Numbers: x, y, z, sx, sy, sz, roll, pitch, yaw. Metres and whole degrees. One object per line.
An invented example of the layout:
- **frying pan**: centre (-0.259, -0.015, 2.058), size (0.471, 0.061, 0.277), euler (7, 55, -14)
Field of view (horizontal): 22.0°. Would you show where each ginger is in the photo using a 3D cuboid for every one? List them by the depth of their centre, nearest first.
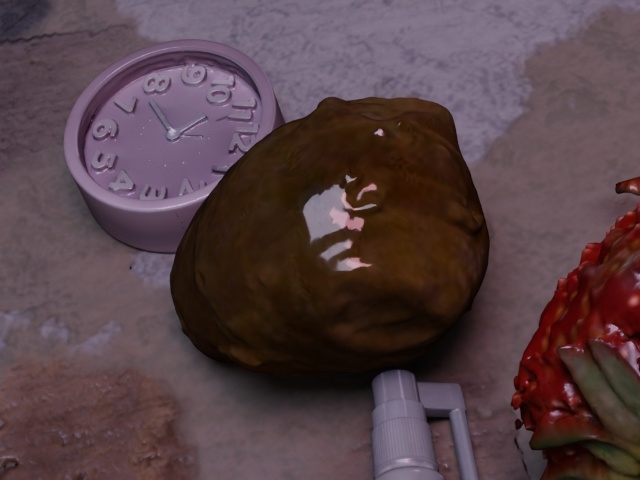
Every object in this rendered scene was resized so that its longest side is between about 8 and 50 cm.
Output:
- **ginger**: centre (-0.001, 0.003, 1.305), size (0.269, 0.223, 0.200), euler (-2, 58, 9)

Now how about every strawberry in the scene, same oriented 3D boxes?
- **strawberry**: centre (0.284, 0.058, 1.189), size (0.292, 0.292, 0.343), euler (0, 38, 13)

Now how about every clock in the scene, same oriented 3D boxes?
- **clock**: centre (-0.129, -0.088, 1.487), size (0.197, 0.068, 0.196), euler (-6, 55, 9)

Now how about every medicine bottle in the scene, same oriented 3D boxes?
- **medicine bottle**: centre (0.083, 0.200, 1.248), size (0.092, 0.061, 0.220), euler (4, 53, -14)
